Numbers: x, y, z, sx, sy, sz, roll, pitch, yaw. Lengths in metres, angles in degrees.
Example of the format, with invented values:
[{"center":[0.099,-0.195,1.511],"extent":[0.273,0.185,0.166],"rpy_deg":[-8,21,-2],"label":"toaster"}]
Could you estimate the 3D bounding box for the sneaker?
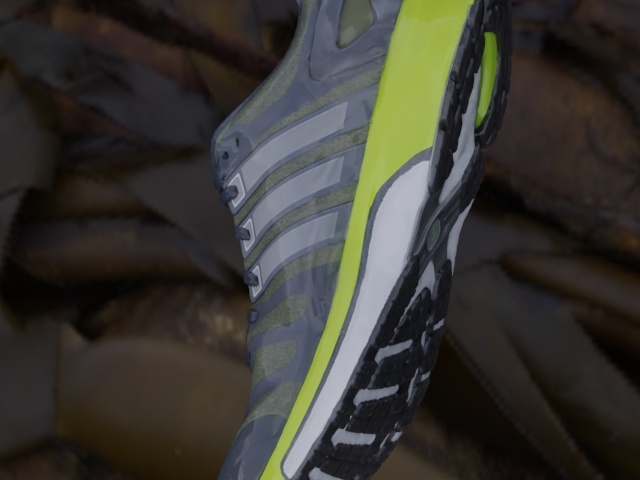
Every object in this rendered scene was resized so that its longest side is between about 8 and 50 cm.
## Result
[{"center":[0.000,0.000,0.898],"extent":[0.121,0.111,0.300],"rpy_deg":[16,83,23],"label":"sneaker"}]
